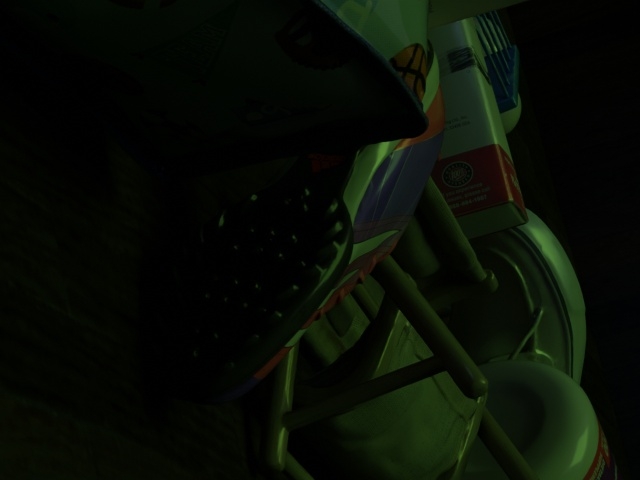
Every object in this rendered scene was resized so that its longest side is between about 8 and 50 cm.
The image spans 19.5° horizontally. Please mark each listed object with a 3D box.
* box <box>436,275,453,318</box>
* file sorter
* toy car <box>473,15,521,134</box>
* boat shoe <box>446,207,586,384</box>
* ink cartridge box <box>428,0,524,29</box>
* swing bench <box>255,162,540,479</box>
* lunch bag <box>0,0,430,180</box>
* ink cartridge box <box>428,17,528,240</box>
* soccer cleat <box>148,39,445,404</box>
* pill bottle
[{"bbox_3d":[0.095,-0.042,1.941,0.183,0.056,0.231,27,48,-72],"label":"box"},{"bbox_3d":[0.127,-0.185,1.879,0.170,0.118,0.104,-74,141,-66],"label":"file sorter"},{"bbox_3d":[0.130,-0.167,2.108,0.136,0.159,0.182,9,59,-36],"label":"toy car"},{"bbox_3d":[0.167,0.145,1.828,0.156,0.136,0.367,-41,136,-41],"label":"boat shoe"},{"bbox_3d":[0.005,-0.223,1.334,0.198,0.273,0.115,-85,157,-58],"label":"ink cartridge box"},{"bbox_3d":[0.052,0.087,1.393,0.253,0.165,0.255,55,17,-51],"label":"swing bench"},{"bbox_3d":[-0.084,-0.267,1.020,0.385,0.239,0.328,41,47,-46],"label":"lunch bag"},{"bbox_3d":[0.071,-0.111,1.675,0.100,0.172,0.237,37,38,-71],"label":"ink cartridge box"},{"bbox_3d":[0.000,0.000,1.194,0.318,0.108,0.116,-59,144,-35],"label":"soccer cleat"},{"bbox_3d":[0.205,0.272,1.725,0.181,0.181,0.323,-92,160,-48],"label":"pill bottle"}]
